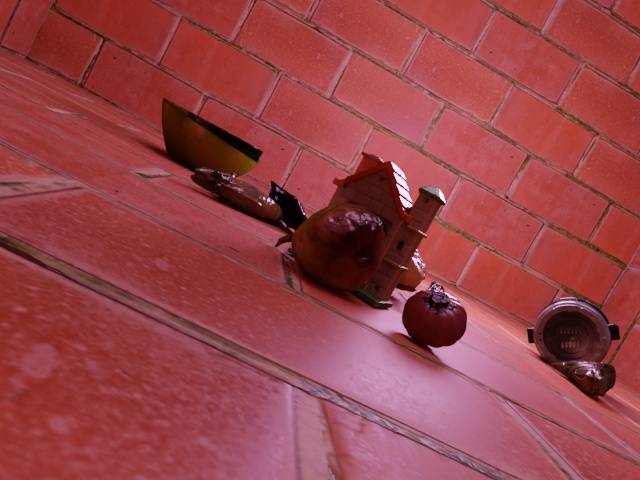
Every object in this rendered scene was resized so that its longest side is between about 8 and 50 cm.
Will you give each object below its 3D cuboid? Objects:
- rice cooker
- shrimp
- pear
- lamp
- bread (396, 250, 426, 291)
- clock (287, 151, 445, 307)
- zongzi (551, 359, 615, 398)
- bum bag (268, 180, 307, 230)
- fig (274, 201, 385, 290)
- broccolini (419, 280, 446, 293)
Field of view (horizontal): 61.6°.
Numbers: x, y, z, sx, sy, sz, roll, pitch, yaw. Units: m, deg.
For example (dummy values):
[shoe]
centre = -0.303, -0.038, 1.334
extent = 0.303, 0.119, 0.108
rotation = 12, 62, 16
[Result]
[rice cooker]
centre = 0.829, 0.309, 1.772
extent = 0.280, 0.241, 0.227
rotation = -10, -10, 26
[shrimp]
centre = -0.220, -0.123, 1.406
extent = 0.168, 0.077, 0.317
rotation = 22, -6, 42
[pear]
centre = -0.398, -0.321, 1.861
extent = 0.399, 0.165, 0.399
rotation = 28, 5, -2
[lamp]
centre = 0.189, 0.129, 0.890
extent = 0.107, 0.092, 0.107
rotation = 5, 33, -3
[bread]
centre = 0.137, 0.027, 1.314
extent = 0.262, 0.162, 0.204
rotation = 15, 13, 11
[clock]
centre = 0.098, -0.029, 1.064
extent = 0.220, 0.255, 0.106
rotation = 31, 6, 25
[zongzi]
centre = 0.711, 0.380, 1.498
extent = 0.178, 0.081, 0.189
rotation = 5, 3, 39
[bum bag]
centre = -0.091, -0.090, 1.547
extent = 0.310, 0.074, 0.137
rotation = 35, -32, 61
[fig]
centre = -0.002, 0.008, 0.982
extent = 0.159, 0.159, 0.257
rotation = 24, -15, -40
[broccolini]
centre = 0.352, 0.159, 1.706
extent = 0.067, 0.058, 0.216
rotation = 34, 7, 25
